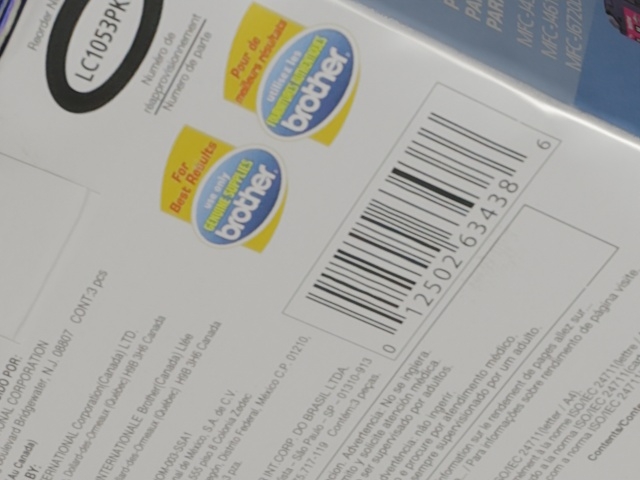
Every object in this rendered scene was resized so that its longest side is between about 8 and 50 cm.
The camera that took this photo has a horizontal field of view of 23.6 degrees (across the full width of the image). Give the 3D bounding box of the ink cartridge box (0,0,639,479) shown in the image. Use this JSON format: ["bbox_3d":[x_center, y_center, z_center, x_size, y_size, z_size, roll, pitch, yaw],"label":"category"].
[{"bbox_3d":[0.000,0.000,0.545,0.395,0.151,0.270,23,126,-15],"label":"ink cartridge box"}]
